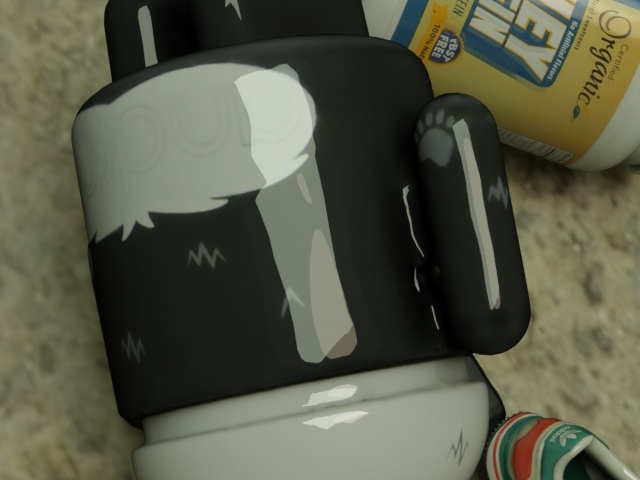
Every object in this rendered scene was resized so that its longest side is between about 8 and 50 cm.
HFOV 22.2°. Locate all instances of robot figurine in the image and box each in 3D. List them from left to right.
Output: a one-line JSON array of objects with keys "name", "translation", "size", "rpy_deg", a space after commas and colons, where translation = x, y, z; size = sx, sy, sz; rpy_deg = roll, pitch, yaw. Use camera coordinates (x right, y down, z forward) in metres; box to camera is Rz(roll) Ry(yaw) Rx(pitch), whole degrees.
[{"name": "robot figurine", "translation": [-0.017, 0.009, 0.750], "size": [0.174, 0.209, 0.278], "rpy_deg": [-10, 83, -9]}]

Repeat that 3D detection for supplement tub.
[{"name": "supplement tub", "translation": [0.116, -0.122, 0.877], "size": [0.200, 0.144, 0.144], "rpy_deg": [19, 68, -7]}]

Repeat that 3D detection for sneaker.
[{"name": "sneaker", "translation": [0.147, 0.156, 0.811], "size": [0.057, 0.075, 0.161], "rpy_deg": [-37, 101, -22]}]

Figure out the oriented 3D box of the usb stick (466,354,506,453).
[{"name": "usb stick", "translation": [0.000, 0.000, 0.858], "size": [0.077, 0.045, 0.278], "rpy_deg": [-29, 81, -20]}]
